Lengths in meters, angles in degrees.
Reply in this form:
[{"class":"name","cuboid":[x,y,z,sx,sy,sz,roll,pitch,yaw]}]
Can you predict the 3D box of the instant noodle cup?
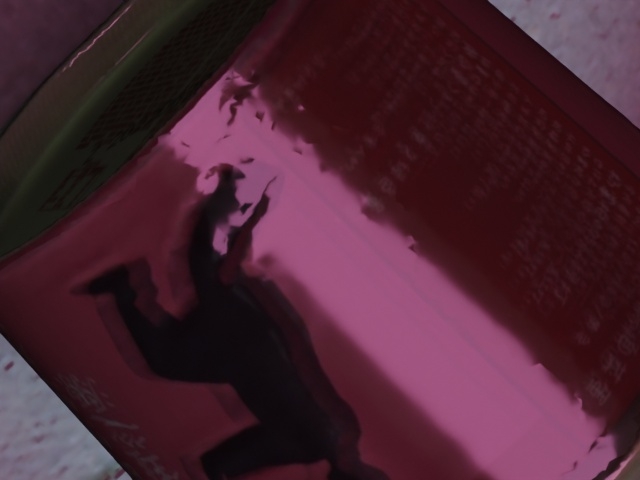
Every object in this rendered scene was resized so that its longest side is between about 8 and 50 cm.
[{"class":"instant noodle cup","cuboid":[0.000,0.000,0.517,0.235,0.235,0.178,-47,111,-4]}]
